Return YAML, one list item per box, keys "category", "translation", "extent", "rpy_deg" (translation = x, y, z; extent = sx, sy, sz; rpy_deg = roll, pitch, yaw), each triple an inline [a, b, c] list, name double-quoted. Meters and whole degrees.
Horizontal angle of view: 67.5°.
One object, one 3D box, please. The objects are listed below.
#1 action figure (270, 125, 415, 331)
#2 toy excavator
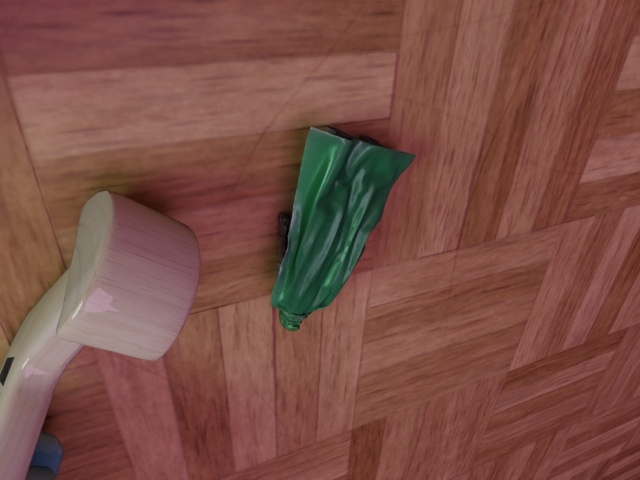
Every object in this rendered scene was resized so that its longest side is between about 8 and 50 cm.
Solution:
- category: "action figure"
  translation: [0.000, 0.000, 0.510]
  extent: [0.137, 0.063, 0.232]
  rpy_deg: [8, 114, -34]
- category: "toy excavator"
  translation: [-0.297, 0.205, 0.413]
  extent: [0.432, 0.446, 0.222]
  rpy_deg: [-18, 147, 41]
